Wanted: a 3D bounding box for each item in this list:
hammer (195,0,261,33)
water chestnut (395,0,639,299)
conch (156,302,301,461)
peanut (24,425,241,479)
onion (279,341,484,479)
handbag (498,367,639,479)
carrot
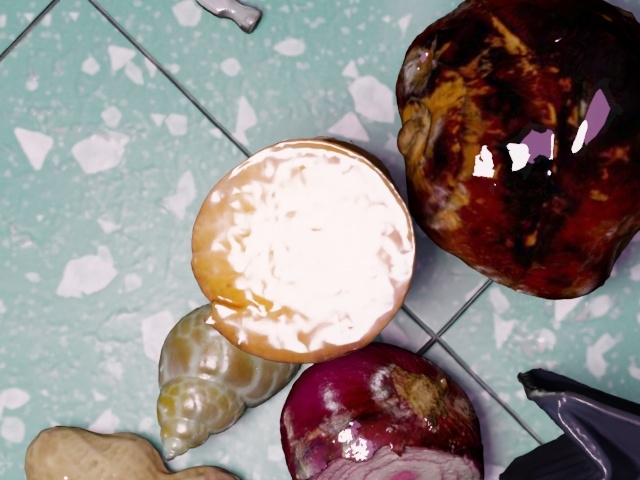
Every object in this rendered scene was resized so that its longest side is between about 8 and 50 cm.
[{"bbox_3d":[-0.050,-0.331,1.654,0.103,0.029,0.246,30,89,4],"label":"hammer"},{"bbox_3d":[0.204,-0.094,1.524,0.289,0.244,0.289,-13,57,20],"label":"water chestnut"},{"bbox_3d":[-0.091,0.116,1.607,0.173,0.106,0.116,-21,105,-10],"label":"conch"},{"bbox_3d":[-0.175,0.241,1.616,0.227,0.085,0.104,19,79,4],"label":"peanut"},{"bbox_3d":[0.038,0.191,1.578,0.195,0.218,0.140,4,55,-34],"label":"onion"},{"bbox_3d":[0.321,0.215,1.466,0.329,0.303,0.122,16,90,4],"label":"handbag"},{"bbox_3d":[0.000,0.000,1.519,0.196,0.254,0.196,1,96,8],"label":"carrot"}]
